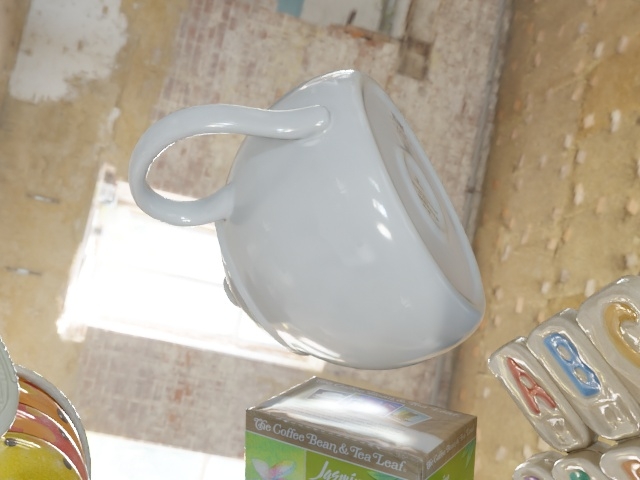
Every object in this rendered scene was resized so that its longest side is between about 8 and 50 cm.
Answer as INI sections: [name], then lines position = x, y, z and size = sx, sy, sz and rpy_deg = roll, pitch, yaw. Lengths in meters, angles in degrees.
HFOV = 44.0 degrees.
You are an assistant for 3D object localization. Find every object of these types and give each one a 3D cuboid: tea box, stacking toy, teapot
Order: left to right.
[stacking toy]
position = -0.371, 0.323, 0.907
size = 0.480, 0.351, 0.350
rpy_deg = -5, -109, 55
[teapot]
position = 0.000, 0.000, 0.629
size = 0.256, 0.187, 0.252
rpy_deg = 63, 17, -5
[tea box]
position = 0.062, 0.433, 1.322
size = 0.220, 0.329, 0.323
rpy_deg = -11, 105, -56

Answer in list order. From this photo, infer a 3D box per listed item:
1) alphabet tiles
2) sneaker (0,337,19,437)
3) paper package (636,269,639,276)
[alphabet tiles]
position = 0.190, 0.153, 0.373
size = 0.278, 0.021, 0.284
rpy_deg = 56, -19, 11
[sneaker]
position = -0.207, 0.047, 0.351
size = 0.084, 0.152, 0.058
rpy_deg = -44, -173, 32
[paper package]
position = 0.522, 0.180, 0.903
size = 0.168, 0.325, 0.309
rpy_deg = 88, 11, -55
